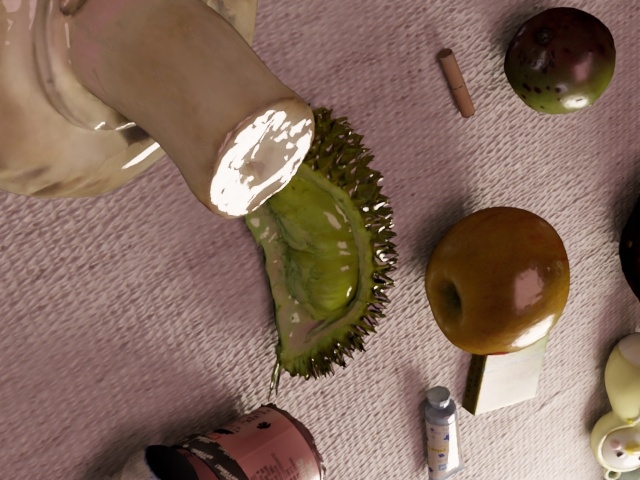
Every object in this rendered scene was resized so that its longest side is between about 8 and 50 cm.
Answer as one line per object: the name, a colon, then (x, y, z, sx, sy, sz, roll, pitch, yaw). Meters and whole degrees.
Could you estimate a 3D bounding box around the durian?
durian: (0.000, 0.000, 1.281, 0.169, 0.158, 0.351, -7, 123, 3)

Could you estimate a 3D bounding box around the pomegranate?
pomegranate: (0.294, -0.210, 1.370, 0.159, 0.129, 0.129, -4, 115, -45)

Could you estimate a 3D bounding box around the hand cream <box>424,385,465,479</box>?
hand cream: (0.166, 0.267, 1.581, 0.065, 0.043, 0.170, -25, 131, -20)

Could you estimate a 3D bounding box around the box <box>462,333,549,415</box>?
box: (0.263, 0.140, 1.597, 0.121, 0.030, 0.193, -10, 118, -35)

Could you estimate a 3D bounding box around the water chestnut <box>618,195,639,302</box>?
water chestnut: (0.573, -0.001, 1.640, 0.300, 0.300, 0.299, -19, 123, -31)

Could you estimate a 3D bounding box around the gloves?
gloves: (-0.217, 0.321, 1.260, 0.119, 0.097, 0.229, 33, 97, -20)

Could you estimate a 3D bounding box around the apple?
apple: (0.212, 0.051, 1.412, 0.155, 0.182, 0.182, -16, 122, -19)

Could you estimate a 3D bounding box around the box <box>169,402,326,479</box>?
box: (-0.079, 0.264, 1.313, 0.135, 0.151, 0.151, -31, 129, -33)

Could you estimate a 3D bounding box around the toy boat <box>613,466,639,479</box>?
toy boat: (0.556, 0.425, 1.938, 0.199, 0.100, 0.290, -32, 128, -21)

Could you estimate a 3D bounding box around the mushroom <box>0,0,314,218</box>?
mushroom: (-0.170, -0.166, 0.940, 0.356, 0.315, 0.315, 39, 85, -9)

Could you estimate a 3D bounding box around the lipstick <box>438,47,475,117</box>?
lipstick: (0.158, -0.182, 1.348, 0.019, 0.019, 0.094, -41, 132, -15)

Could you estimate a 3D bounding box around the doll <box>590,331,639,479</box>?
doll: (0.492, 0.251, 1.778, 0.142, 0.117, 0.296, 6, 111, -13)
